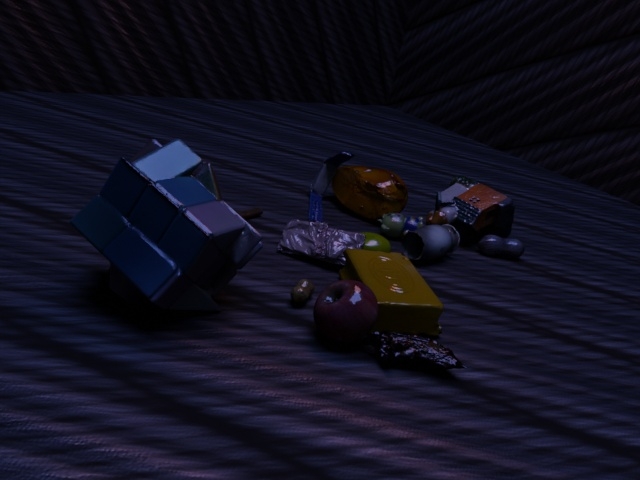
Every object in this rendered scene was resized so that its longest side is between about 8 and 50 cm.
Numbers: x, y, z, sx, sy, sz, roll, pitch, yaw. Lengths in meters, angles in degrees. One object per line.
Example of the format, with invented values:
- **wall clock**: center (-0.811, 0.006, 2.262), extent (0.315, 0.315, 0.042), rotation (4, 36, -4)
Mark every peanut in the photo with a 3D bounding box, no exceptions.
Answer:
- **peanut**: center (-0.047, 0.129, 1.677), extent (0.053, 0.054, 0.113), rotation (16, 18, 11)

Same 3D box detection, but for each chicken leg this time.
- **chicken leg**: center (0.211, 0.253, 1.493), extent (0.233, 0.063, 0.105), rotation (10, 27, -6)

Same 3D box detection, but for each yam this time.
- **yam**: center (-0.243, -0.085, 2.123), extent (0.032, 0.032, 0.145), rotation (26, 26, 32)

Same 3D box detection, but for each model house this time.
- **model house**: center (0.492, -0.076, 2.336), extent (0.300, 0.190, 0.271), rotation (-23, 41, -32)

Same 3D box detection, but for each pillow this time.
- **pillow**: center (0.000, 0.000, 1.928), extent (0.248, 0.049, 0.135), rotation (11, 52, 19)

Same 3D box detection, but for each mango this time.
- **mango**: center (0.132, 0.020, 1.977), extent (0.163, 0.089, 0.117), rotation (14, 37, 8)
- **mango**: center (0.165, -0.180, 2.388), extent (0.350, 0.201, 0.199), rotation (28, -17, 51)

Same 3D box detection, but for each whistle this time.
- **whistle**: center (0.303, -0.041, 2.220), extent (0.227, 0.085, 0.105), rotation (13, 31, 3)

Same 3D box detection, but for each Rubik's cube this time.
- **Rubik's cube**: center (-0.343, -0.013, 1.523), extent (0.387, 0.358, 0.368), rotation (43, -9, 10)

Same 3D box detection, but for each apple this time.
- **apple**: center (0.062, 0.167, 1.521), extent (0.153, 0.120, 0.153), rotation (-28, 28, 17)

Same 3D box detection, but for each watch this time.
- **watch**: center (0.016, -0.181, 2.347), extent (0.068, 0.277, 0.274), rotation (28, -5, -14)

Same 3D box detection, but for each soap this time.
- **soap**: center (0.181, 0.131, 1.729), extent (0.204, 0.096, 0.324), rotation (5, 23, -16)

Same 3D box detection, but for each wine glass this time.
- **wine glass**: center (0.354, 0.005, 2.099), extent (0.204, 0.111, 0.111), rotation (-8, 29, -43)

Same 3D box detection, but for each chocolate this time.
- **chocolate**: center (0.621, 0.021, 2.252), extent (0.166, 0.072, 0.072), rotation (10, 22, -10)
